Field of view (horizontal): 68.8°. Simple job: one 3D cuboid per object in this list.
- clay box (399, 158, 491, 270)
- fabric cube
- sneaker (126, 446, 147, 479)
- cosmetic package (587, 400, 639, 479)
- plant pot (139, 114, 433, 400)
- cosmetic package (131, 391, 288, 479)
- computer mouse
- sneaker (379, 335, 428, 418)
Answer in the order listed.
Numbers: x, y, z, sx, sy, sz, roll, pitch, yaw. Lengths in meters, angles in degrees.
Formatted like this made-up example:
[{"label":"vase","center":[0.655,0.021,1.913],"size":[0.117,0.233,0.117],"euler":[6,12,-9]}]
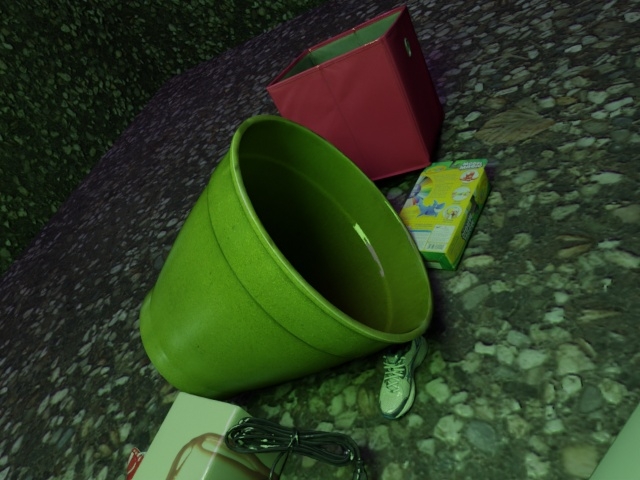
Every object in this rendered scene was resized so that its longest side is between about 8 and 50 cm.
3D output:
[{"label":"clay box","center":[0.213,-0.052,0.832],"size":[0.128,0.053,0.222],"euler":[4,52,44]},{"label":"fabric cube","center":[0.091,-0.292,0.987],"size":[0.259,0.258,0.254],"euler":[-13,31,30]},{"label":"sneaker","center":[-0.284,0.371,0.793],"size":[0.119,0.042,0.067],"euler":[-36,40,6]},{"label":"cosmetic package","center":[0.342,0.163,0.177],"size":[0.328,0.329,0.393],"euler":[38,76,23]},{"label":"plant pot","center":[-0.083,0.068,0.719],"size":[0.353,0.367,0.366],"euler":[-40,32,29]},{"label":"cosmetic package","center":[-0.175,0.374,0.611],"size":[0.129,0.153,0.296],"euler":[-3,50,35]},{"label":"computer mouse","center":[-0.034,0.357,0.574],"size":[0.184,0.060,0.261],"euler":[4,73,-2]},{"label":"sneaker","center":[0.107,0.182,0.663],"size":[0.052,0.058,0.135],"euler":[-4,48,37]}]
